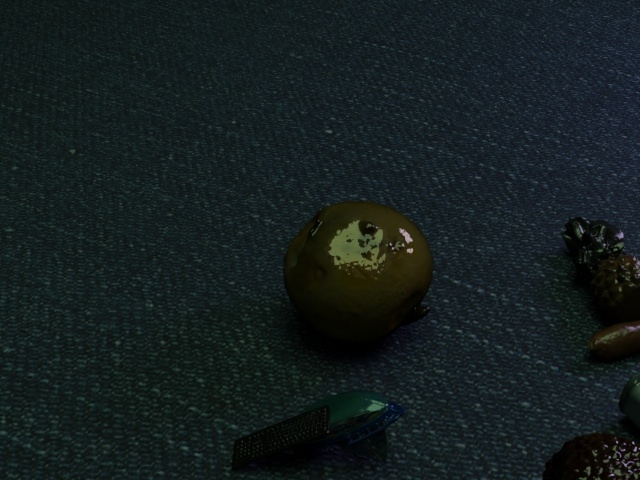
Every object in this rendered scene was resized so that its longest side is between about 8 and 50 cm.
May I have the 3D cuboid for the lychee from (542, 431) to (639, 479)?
[{"bbox_3d":[0.365,0.327,1.137,0.188,0.188,0.188,1,38,-1],"label":"lychee"}]

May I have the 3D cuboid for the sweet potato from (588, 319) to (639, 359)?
[{"bbox_3d":[0.505,0.150,1.467,0.195,0.056,0.056,-13,40,-26],"label":"sweet potato"}]

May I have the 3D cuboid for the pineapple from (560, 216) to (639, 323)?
[{"bbox_3d":[0.490,0.041,1.567,0.111,0.119,0.237,-43,33,15],"label":"pineapple"}]

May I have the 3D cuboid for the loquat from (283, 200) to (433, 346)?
[{"bbox_3d":[0.065,0.053,1.441,0.244,0.244,0.244,1,38,-1],"label":"loquat"}]

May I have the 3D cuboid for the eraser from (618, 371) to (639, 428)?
[{"bbox_3d":[0.580,0.278,1.266,0.189,0.104,0.290,-16,42,-27],"label":"eraser"}]

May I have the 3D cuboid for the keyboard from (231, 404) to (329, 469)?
[{"bbox_3d":[-0.055,0.268,1.255,0.155,0.010,0.053,-25,34,18],"label":"keyboard"}]

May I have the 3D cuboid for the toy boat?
[{"bbox_3d":[0.056,0.263,1.271,0.175,0.110,0.091,-26,20,37],"label":"toy boat"}]
